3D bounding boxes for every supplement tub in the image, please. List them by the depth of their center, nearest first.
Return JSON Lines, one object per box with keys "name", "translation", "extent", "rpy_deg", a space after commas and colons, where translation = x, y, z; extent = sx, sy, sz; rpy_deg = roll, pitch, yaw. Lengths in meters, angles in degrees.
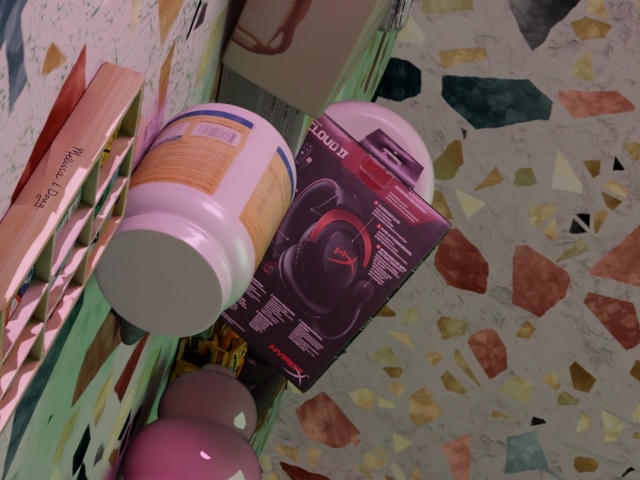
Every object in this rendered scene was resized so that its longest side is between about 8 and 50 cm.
{"name": "supplement tub", "translation": [-0.115, -0.020, 1.607], "extent": [0.200, 0.144, 0.144], "rpy_deg": [-64, 173, -49]}
{"name": "supplement tub", "translation": [0.040, -0.084, 2.537], "extent": [0.316, 0.228, 0.228], "rpy_deg": [-154, -96, -87]}

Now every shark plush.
{"name": "shark plush", "translation": [-0.183, 0.064, 1.776], "extent": [0.067, 0.073, 0.161], "rpy_deg": [-38, 173, -12]}

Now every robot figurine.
{"name": "robot figurine", "translation": [-0.134, 0.134, 2.441], "extent": [0.291, 0.085, 0.211], "rpy_deg": [-62, 170, -62]}

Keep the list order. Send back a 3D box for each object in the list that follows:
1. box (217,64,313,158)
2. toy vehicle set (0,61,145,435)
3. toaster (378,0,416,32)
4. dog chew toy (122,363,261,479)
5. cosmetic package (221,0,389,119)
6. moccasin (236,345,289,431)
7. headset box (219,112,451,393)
{"name": "box", "translation": [-0.035, -0.213, 1.976], "extent": [0.114, 0.103, 0.203], "rpy_deg": [106, 6, -52]}
{"name": "toy vehicle set", "translation": [-0.206, 0.008, 1.324], "extent": [0.166, 0.035, 0.267], "rpy_deg": [105, 7, -47]}
{"name": "toaster", "translation": [0.062, -0.365, 2.208], "extent": [0.227, 0.146, 0.129], "rpy_deg": [102, 8, -59]}
{"name": "dog chew toy", "translation": [-0.169, 0.314, 2.207], "extent": [0.206, 0.206, 0.332], "rpy_deg": [101, 2, -65]}
{"name": "cosmetic package", "translation": [0.018, -0.284, 1.780], "extent": [0.153, 0.129, 0.296], "rpy_deg": [-59, 179, -39]}
{"name": "moccasin", "translation": [-0.108, 0.209, 2.749], "extent": [0.147, 0.139, 0.380], "rpy_deg": [-55, 165, -77]}
{"name": "headset box", "translation": [0.000, 0.000, 2.056], "extent": [0.293, 0.218, 0.110], "rpy_deg": [-49, 176, 1]}
